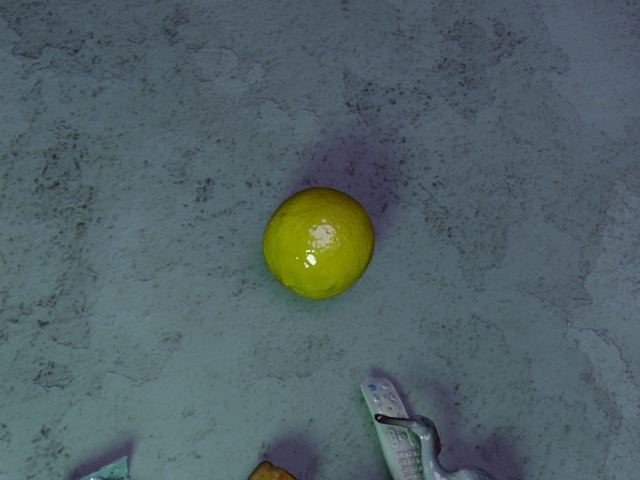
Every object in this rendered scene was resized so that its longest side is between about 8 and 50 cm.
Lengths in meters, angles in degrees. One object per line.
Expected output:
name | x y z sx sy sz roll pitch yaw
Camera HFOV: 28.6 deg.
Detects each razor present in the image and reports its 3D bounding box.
razor | -0.269 0.416 1.776 0.106 0.068 0.232 -26 52 -25

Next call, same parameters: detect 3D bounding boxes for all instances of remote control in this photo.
remote control | 0.120 0.325 1.986 0.073 0.044 0.229 0 58 -43

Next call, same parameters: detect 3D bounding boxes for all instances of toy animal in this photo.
toy animal | 0.219 0.392 1.936 0.195 0.090 0.324 -13 79 -42

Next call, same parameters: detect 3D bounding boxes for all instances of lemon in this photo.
lemon | 0.000 0.000 2.040 0.178 0.178 0.203 37 62 4

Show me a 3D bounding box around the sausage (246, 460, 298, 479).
sausage | -0.128 0.445 1.825 0.109 0.109 0.270 42 60 7
